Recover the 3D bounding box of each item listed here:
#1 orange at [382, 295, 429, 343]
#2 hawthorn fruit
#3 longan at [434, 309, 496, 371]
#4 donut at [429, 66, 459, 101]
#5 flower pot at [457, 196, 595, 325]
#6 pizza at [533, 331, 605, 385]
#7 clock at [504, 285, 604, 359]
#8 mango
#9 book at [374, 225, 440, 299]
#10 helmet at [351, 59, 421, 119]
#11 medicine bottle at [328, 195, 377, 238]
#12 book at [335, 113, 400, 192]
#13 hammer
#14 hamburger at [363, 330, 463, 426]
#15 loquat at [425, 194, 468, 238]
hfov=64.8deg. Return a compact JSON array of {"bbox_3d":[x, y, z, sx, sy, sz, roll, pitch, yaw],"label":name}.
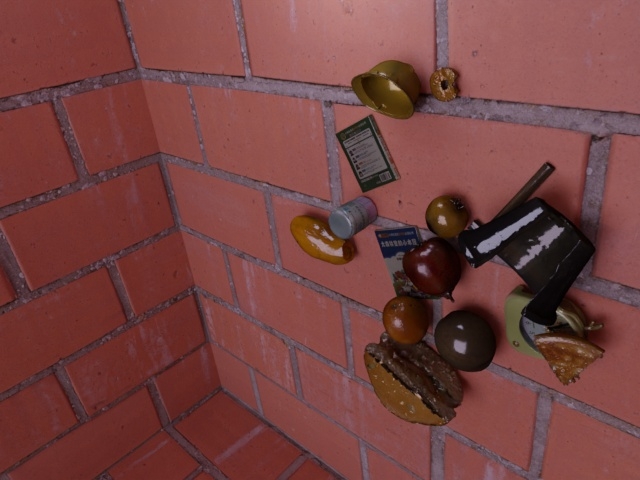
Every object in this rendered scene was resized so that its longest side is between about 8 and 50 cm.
[{"bbox_3d":[0.349,0.324,2.075,0.206,0.206,0.206,27,132,34],"label":"orange"},{"bbox_3d":[0.420,0.117,1.846,0.208,0.208,0.248,-32,80,53],"label":"hawthorn fruit"},{"bbox_3d":[0.544,0.381,1.878,0.248,0.248,0.248,27,132,34],"label":"longan"},{"bbox_3d":[0.396,-0.496,1.596,0.097,0.043,0.108,22,130,38],"label":"donut"},{"bbox_3d":[0.630,0.030,1.494,0.379,0.379,0.251,46,115,16],"label":"flower pot"},{"bbox_3d":[0.769,0.367,1.591,0.200,0.053,0.193,14,124,27],"label":"pizza"},{"bbox_3d":[0.768,0.286,1.661,0.308,0.096,0.235,11,121,44],"label":"clock"},{"bbox_3d":[0.001,0.004,2.294,0.359,0.144,0.187,36,140,23],"label":"mango"},{"bbox_3d":[0.351,0.097,2.064,0.228,0.018,0.323,-7,109,50],"label":"book"},{"bbox_3d":[0.241,-0.522,1.677,0.257,0.140,0.205,28,166,47],"label":"helmet"},{"bbox_3d":[0.134,-0.096,2.055,0.135,0.168,0.135,26,131,34],"label":"medicine bottle"},{"bbox_3d":[0.181,-0.331,1.960,0.202,0.027,0.264,-17,102,53],"label":"book"},{"bbox_3d":[0.614,-0.114,1.618,0.111,0.043,0.365,48,139,16],"label":"hammer"},{"bbox_3d":[0.378,0.604,2.168,0.445,0.268,0.287,39,137,17],"label":"hamburger"},{"bbox_3d":[0.437,-0.082,1.752,0.163,0.137,0.163,21,115,55],"label":"loquat"}]
